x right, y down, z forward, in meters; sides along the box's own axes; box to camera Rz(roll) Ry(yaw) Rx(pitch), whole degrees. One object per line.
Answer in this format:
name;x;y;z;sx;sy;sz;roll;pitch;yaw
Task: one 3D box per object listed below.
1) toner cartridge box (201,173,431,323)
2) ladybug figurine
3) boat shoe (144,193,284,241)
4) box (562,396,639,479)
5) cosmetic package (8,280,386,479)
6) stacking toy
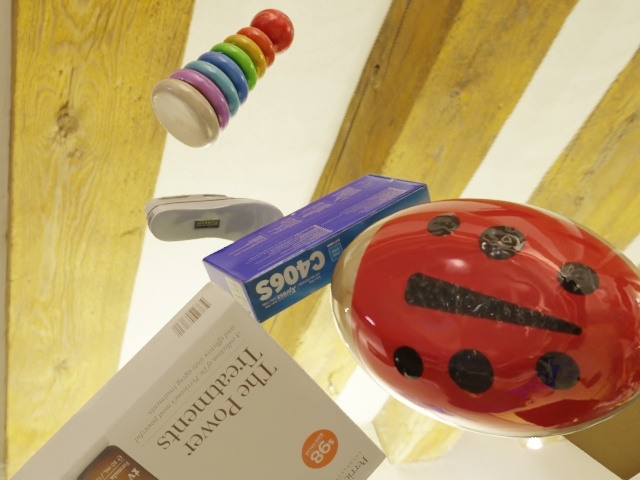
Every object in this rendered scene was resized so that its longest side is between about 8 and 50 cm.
toner cartridge box;0.000;0.000;1.066;0.347;0.165;0.075;-28;-65;-23
ladybug figurine;0.193;0.084;0.836;0.449;0.305;0.162;8;-10;33
boat shoe;-0.192;-0.051;1.215;0.258;0.084;0.095;4;-60;-30
box;0.425;0.241;0.912;0.201;0.021;0.164;36;-70;-23
cosmetic package;-0.149;0.279;0.718;0.377;0.097;0.284;-46;-63;-11
stacking toy;-0.155;-0.318;1.225;0.330;0.141;0.141;-51;-29;-30
